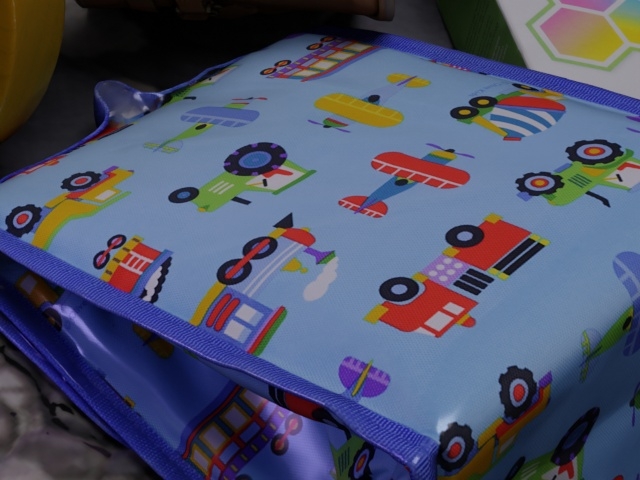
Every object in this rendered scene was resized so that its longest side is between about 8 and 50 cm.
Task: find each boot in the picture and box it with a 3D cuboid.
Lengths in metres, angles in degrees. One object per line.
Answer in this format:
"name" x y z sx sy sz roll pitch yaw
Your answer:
"boot" -0.044 -0.134 0.716 0.152 0.197 0.073 -2 90 -6

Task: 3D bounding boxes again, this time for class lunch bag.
"lunch bag" 0.000 0.000 0.620 0.293 0.138 0.221 32 49 32

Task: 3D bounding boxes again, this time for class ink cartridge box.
"ink cartridge box" 0.140 -0.078 0.758 0.108 0.062 0.209 -3 47 -15

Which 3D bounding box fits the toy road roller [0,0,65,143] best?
"toy road roller" -0.255 -0.150 0.652 0.329 0.203 0.240 32 36 11
